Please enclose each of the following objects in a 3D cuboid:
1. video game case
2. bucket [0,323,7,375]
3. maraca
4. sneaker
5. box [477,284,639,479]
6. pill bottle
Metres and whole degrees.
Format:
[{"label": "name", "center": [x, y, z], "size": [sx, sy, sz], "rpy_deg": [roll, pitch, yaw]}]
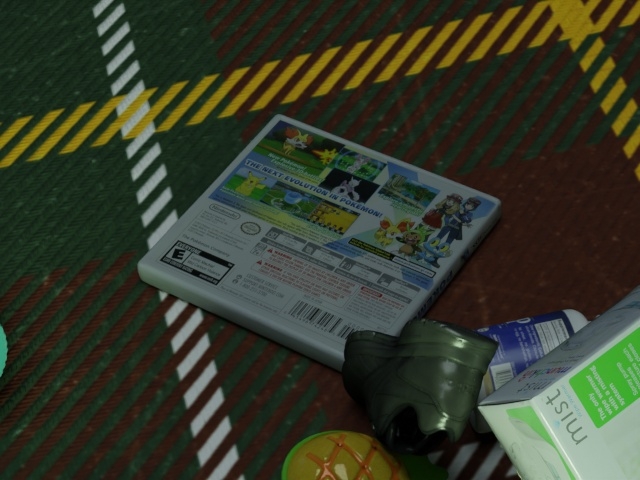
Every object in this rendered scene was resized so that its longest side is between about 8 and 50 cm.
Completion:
[{"label": "video game case", "center": [0.000, 0.000, 2.192], "size": [0.329, 0.036, 0.300], "rpy_deg": [23, 54, 26]}, {"label": "bucket", "center": [-0.486, 0.089, 2.020], "size": [0.281, 0.281, 0.183], "rpy_deg": [-25, 52, -16]}, {"label": "maraca", "center": [0.048, 0.256, 1.908], "size": [0.185, 0.099, 0.127], "rpy_deg": [6, 60, -18]}, {"label": "sneaker", "center": [0.083, 0.159, 1.903], "size": [0.109, 0.286, 0.130], "rpy_deg": [17, 76, -13]}, {"label": "box", "center": [0.323, 0.206, 1.808], "size": [0.231, 0.127, 0.262], "rpy_deg": [-32, 95, -23]}, {"label": "pill bottle", "center": [0.245, 0.134, 1.983], "size": [0.186, 0.112, 0.112], "rpy_deg": [-12, 47, -5]}]
